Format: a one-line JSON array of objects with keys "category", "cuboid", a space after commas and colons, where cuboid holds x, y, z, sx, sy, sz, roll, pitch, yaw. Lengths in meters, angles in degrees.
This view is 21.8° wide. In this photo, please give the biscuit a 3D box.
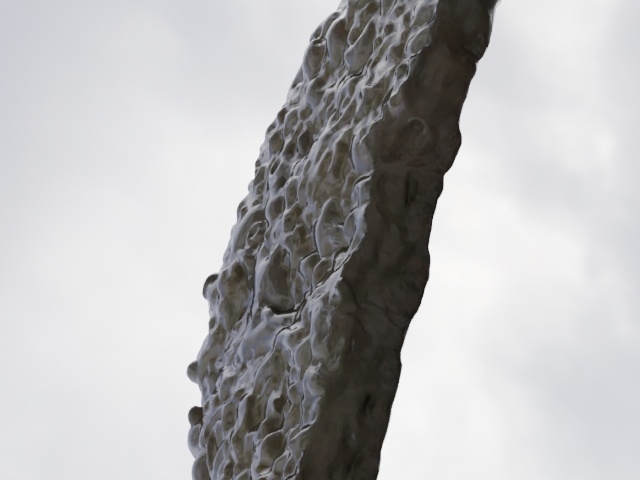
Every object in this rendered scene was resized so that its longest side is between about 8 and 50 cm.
[{"category": "biscuit", "cuboid": [-0.001, -0.003, 0.529, 0.032, 0.133, 0.250, 23, -109, -22]}]
